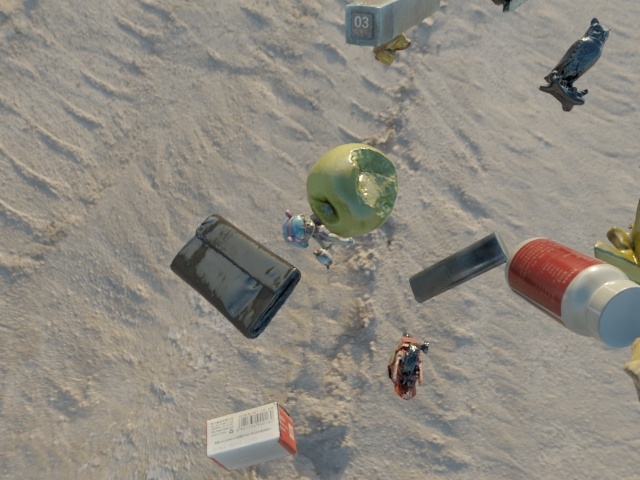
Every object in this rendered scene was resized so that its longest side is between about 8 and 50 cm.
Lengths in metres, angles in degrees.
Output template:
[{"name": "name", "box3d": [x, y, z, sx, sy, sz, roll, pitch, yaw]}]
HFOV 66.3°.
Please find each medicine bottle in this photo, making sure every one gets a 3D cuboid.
[{"name": "medicine bottle", "box3d": [0.447, 0.084, 0.870, 0.131, 0.250, 0.131, -4, 107, -12]}]

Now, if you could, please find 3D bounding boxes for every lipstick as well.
[{"name": "lipstick", "box3d": [0.172, -0.512, 1.081, 0.080, 0.076, 0.371, 15, 39, 25]}]

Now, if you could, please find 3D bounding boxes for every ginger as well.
[{"name": "ginger", "box3d": [0.843, 0.006, 1.253, 0.413, 0.211, 0.358, 5, 62, -49]}]

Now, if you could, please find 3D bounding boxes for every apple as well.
[{"name": "apple", "box3d": [0.094, -0.144, 1.439, 0.279, 0.279, 0.279, 5, 73, -17]}]

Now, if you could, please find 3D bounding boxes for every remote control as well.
[{"name": "remote control", "box3d": [0.464, 0.100, 1.679, 0.044, 0.377, 0.107, 8, 58, -41]}]

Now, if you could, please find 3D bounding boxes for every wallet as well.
[{"name": "wallet", "box3d": [-0.255, 0.087, 1.407, 0.406, 0.062, 0.228, 31, 82, 36]}]

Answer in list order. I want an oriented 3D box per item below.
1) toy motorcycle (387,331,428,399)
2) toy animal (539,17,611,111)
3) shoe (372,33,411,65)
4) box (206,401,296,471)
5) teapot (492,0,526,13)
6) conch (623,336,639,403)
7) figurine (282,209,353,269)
[{"name": "toy motorcycle", "box3d": [0.256, 0.366, 1.461, 0.089, 0.298, 0.171, 17, 90, 5]}, {"name": "toy animal", "box3d": [0.653, -0.449, 1.250, 0.121, 0.117, 0.210, 30, 94, -14]}, {"name": "shoe", "box3d": [0.192, -0.523, 1.332, 0.069, 0.109, 0.072, 27, 41, -20]}, {"name": "box", "box3d": [-0.158, 0.452, 1.137, 0.182, 0.133, 0.099, -18, 50, 6]}, {"name": "teapot", "box3d": [0.342, -0.420, 0.653, 0.163, 0.221, 0.178, 14, 63, -8]}, {"name": "conch", "box3d": [0.535, 0.181, 0.520, 0.352, 0.297, 0.210, 31, 95, -7]}, {"name": "figurine", "box3d": [-0.008, -0.003, 1.578, 0.260, 0.103, 0.205, 8, 74, -36]}]
